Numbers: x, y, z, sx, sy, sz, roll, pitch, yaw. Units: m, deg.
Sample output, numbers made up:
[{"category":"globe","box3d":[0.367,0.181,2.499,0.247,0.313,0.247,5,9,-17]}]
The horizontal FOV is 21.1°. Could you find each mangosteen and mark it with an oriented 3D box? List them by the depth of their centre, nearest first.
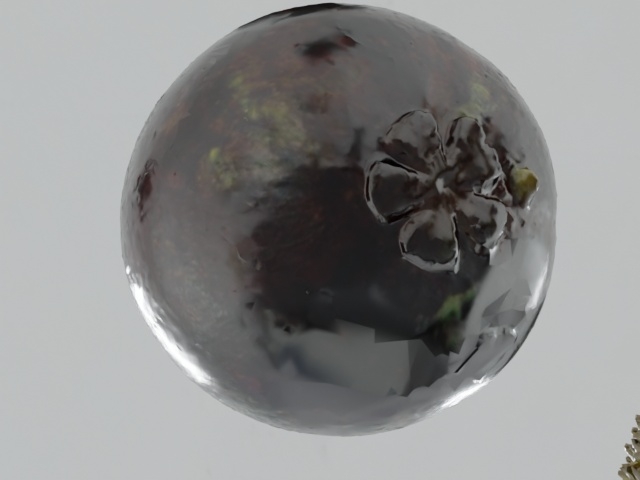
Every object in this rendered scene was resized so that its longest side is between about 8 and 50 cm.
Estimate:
[{"category":"mangosteen","box3d":[0.000,0.000,0.935,0.231,0.289,0.231,4,-106,-16]}]

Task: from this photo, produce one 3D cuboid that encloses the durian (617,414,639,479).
[{"category":"durian","box3d":[0.396,0.233,1.614,0.258,0.258,0.292,2,-105,-18]}]
